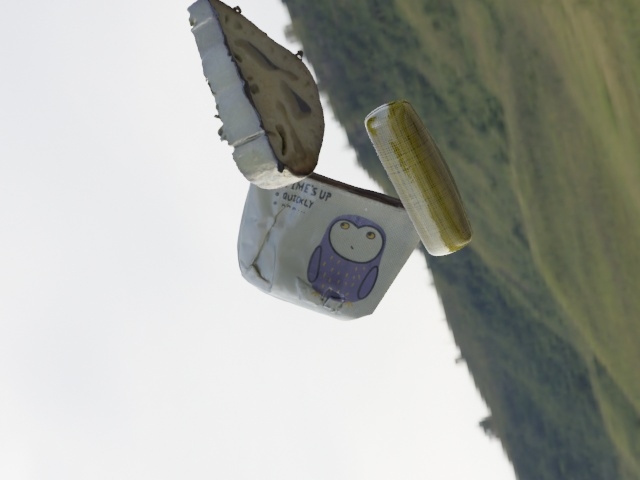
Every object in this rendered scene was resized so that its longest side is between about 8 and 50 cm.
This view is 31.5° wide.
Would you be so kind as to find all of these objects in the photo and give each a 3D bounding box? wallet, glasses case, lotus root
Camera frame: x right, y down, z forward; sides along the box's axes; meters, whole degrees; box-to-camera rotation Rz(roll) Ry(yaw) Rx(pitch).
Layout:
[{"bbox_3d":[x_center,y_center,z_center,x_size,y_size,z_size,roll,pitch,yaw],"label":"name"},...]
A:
[{"bbox_3d":[0.001,-0.002,2.015,0.068,0.335,0.274,-81,10,-67],"label":"wallet"},{"bbox_3d":[0.140,-0.084,1.559,0.234,0.079,0.064,61,-162,-21],"label":"glasses case"},{"bbox_3d":[-0.075,-0.197,1.526,0.170,0.074,0.260,-6,-105,-47],"label":"lotus root"}]
